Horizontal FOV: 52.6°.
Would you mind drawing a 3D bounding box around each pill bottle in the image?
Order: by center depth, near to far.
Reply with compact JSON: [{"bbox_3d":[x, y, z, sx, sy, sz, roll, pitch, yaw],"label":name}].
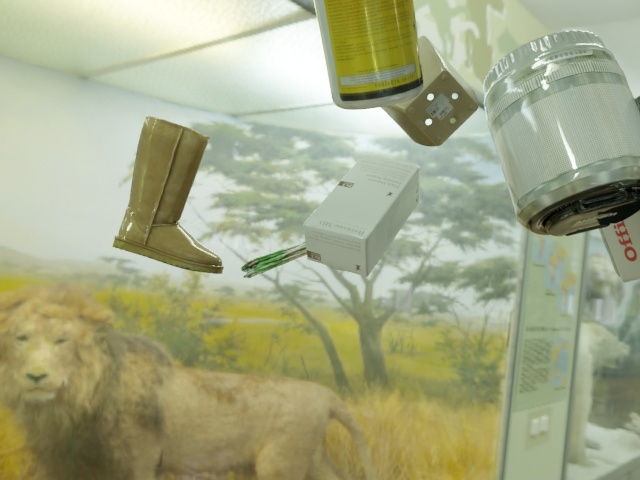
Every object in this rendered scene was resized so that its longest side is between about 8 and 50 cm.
[{"bbox_3d":[0.048,-0.238,0.681,0.103,0.184,0.103,-9,23,4],"label":"pill bottle"}]

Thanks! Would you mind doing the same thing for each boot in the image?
[{"bbox_3d":[-0.272,-0.085,1.286,0.236,0.270,0.089,17,-1,-10],"label":"boot"}]

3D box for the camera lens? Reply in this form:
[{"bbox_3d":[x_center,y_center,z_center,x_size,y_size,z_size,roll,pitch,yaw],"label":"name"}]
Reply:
[{"bbox_3d":[0.392,-0.159,1.027,0.219,0.274,0.219,-10,-19,-4],"label":"camera lens"}]

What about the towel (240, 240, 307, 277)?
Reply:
[{"bbox_3d":[0.000,0.000,1.499,0.324,0.038,0.248,-23,-1,22],"label":"towel"}]

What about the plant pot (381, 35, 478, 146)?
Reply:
[{"bbox_3d":[0.146,-0.186,0.858,0.109,0.109,0.096,39,14,-26],"label":"plant pot"}]

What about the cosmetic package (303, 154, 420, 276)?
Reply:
[{"bbox_3d":[0.077,-0.050,1.108,0.117,0.086,0.231,14,41,24],"label":"cosmetic package"}]

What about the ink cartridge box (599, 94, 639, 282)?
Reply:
[{"bbox_3d":[0.630,-0.123,1.029,0.166,0.286,0.395,-12,-10,-27],"label":"ink cartridge box"}]
